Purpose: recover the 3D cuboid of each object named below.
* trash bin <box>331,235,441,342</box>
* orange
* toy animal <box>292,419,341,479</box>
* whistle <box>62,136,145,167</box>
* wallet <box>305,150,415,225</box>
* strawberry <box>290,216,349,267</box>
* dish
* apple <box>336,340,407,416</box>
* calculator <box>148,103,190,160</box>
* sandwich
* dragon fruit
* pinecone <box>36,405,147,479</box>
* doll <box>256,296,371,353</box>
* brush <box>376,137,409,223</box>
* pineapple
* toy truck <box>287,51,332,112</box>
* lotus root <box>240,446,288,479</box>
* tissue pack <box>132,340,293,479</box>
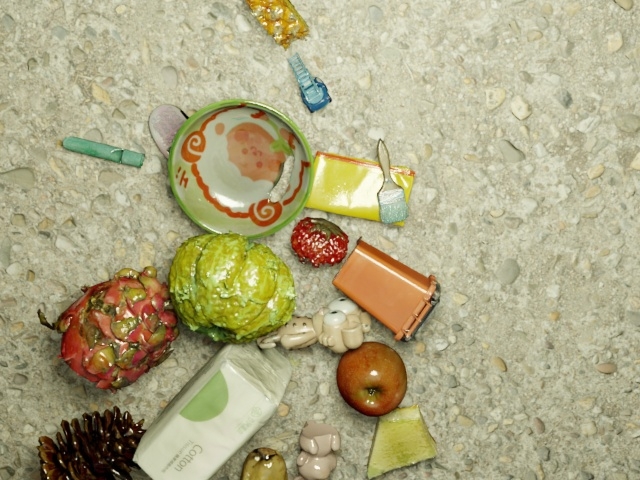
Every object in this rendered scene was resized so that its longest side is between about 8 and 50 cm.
[{"bbox_3d":[0.152,0.113,1.842,0.238,0.184,0.161,33,101,0],"label":"trash bin"},{"bbox_3d":[-0.200,0.120,1.795,0.301,0.300,0.223,19,64,-6],"label":"orange"},{"bbox_3d":[-0.008,0.569,2.014,0.124,0.124,0.213,6,112,2],"label":"toy animal"},{"bbox_3d":[-0.507,-0.209,1.858,0.186,0.039,0.039,14,106,-1],"label":"whistle"},{"bbox_3d":[0.091,-0.124,1.841,0.241,0.067,0.141,11,101,-5],"label":"wallet"},{"bbox_3d":[0.000,0.000,1.834,0.145,0.145,0.086,28,114,-5],"label":"strawberry"},{"bbox_3d":[-0.176,-0.173,1.811,0.324,0.124,0.324,-1,111,-1],"label":"dish"},{"bbox_3d":[0.124,0.336,1.912,0.181,0.168,0.181,1,112,2],"label":"apple"},{"bbox_3d":[-0.333,-0.240,1.848,0.103,0.024,0.166,-31,100,11],"label":"calculator"},{"bbox_3d":[0.179,0.500,2.012,0.193,0.058,0.162,-23,101,11],"label":"sandwich"},{"bbox_3d":[-0.469,0.191,1.870,0.269,0.250,0.291,36,93,16],"label":"dragon fruit"},{"bbox_3d":[-0.557,0.540,1.975,0.292,0.246,0.246,-33,102,-4],"label":"pinecone"},{"bbox_3d":[-0.017,0.212,1.890,0.278,0.154,0.119,-8,109,7],"label":"doll"},{"bbox_3d":[0.152,-0.136,1.800,0.070,0.021,0.196,-12,99,0],"label":"brush"},{"bbox_3d":[-0.114,-0.514,1.701,0.079,0.135,0.233,-33,103,12],"label":"pineapple"},{"bbox_3d":[-0.028,-0.354,1.783,0.063,0.074,0.136,-32,61,9],"label":"toy truck"},{"bbox_3d":[-0.145,0.628,2.034,0.118,0.125,0.221,-7,114,-30],"label":"lotus root"},{"bbox_3d":[-0.251,0.412,1.902,0.194,0.266,0.356,43,104,-3],"label":"tissue pack"}]
